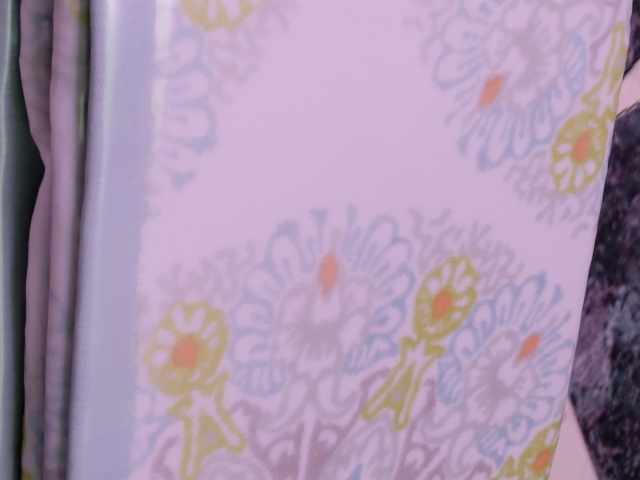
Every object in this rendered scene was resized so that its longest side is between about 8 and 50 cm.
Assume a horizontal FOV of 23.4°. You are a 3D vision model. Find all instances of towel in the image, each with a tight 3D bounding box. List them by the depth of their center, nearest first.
[{"bbox_3d":[0.000,0.000,0.724,0.320,0.090,0.374,-10,116,-39],"label":"towel"}]
